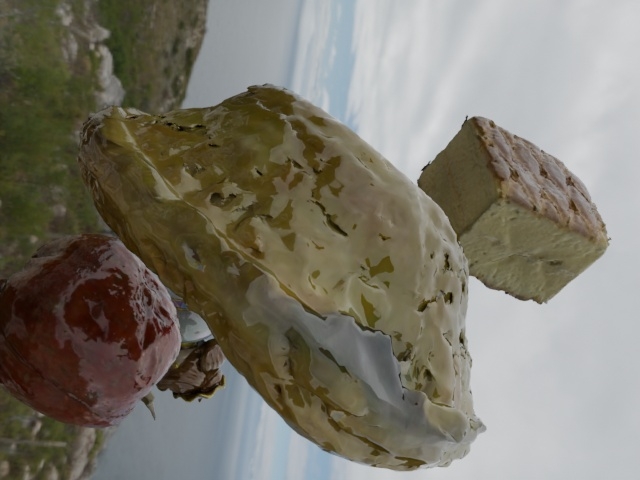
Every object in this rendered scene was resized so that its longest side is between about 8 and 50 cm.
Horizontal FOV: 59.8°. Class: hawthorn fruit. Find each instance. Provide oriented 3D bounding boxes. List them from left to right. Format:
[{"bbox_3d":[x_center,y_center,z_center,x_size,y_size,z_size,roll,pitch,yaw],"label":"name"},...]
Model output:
[{"bbox_3d":[-0.320,0.118,0.767,0.258,0.261,0.258,-53,169,-15],"label":"hawthorn fruit"}]

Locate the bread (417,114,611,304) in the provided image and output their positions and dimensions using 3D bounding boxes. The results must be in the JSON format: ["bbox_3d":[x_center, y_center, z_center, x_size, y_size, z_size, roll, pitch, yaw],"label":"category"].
[{"bbox_3d":[0.362,-0.058,1.074,0.207,0.278,0.279,-53,-159,34],"label":"bread"}]

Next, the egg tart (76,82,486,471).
[{"bbox_3d":[0.000,0.000,0.512,0.178,0.443,0.443,-50,-171,6],"label":"egg tart"}]

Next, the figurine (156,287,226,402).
[{"bbox_3d":[-0.268,0.212,1.135,0.142,0.189,0.264,-52,149,-64],"label":"figurine"}]
